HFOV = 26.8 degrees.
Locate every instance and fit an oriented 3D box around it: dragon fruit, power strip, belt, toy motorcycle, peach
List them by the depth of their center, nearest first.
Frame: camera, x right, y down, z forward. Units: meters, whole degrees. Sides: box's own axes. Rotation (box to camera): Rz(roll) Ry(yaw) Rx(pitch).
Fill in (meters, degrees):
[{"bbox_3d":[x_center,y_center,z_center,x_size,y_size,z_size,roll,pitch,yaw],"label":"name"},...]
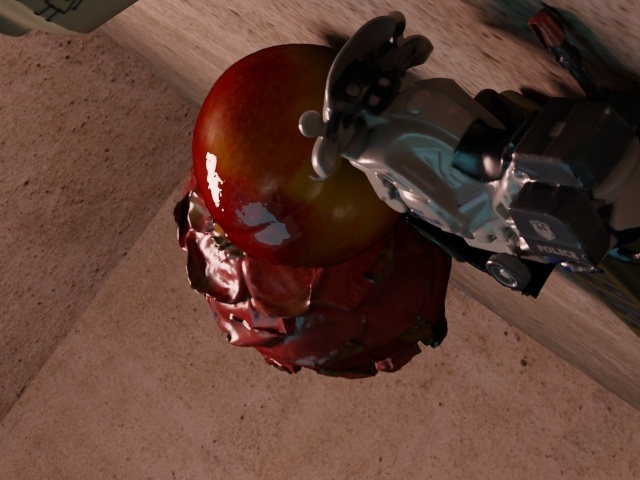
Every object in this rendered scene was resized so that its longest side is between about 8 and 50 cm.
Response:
[{"bbox_3d":[0.079,-0.047,0.692,0.221,0.102,0.150,14,149,49],"label":"toy motorcycle"},{"bbox_3d":[0.196,0.008,0.879,0.092,0.066,0.387,32,176,45],"label":"power strip"},{"bbox_3d":[-0.021,-0.066,1.115,0.190,0.190,0.192,37,153,-19],"label":"peach"},{"bbox_3d":[0.130,-0.023,1.192,0.198,0.078,0.151,34,-178,39],"label":"belt"},{"bbox_3d":[0.000,0.000,1.379,0.277,0.277,0.342,36,-177,35],"label":"dragon fruit"}]

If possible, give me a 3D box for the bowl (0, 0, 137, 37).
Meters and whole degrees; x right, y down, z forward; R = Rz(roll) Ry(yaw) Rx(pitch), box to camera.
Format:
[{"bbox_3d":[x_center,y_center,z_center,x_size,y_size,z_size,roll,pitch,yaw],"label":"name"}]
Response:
[{"bbox_3d":[-0.225,-0.234,0.970,0.238,0.126,0.238,41,-168,-10],"label":"bowl"}]
